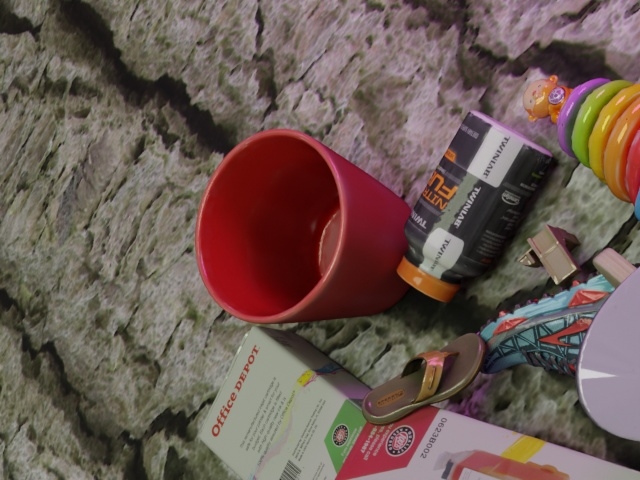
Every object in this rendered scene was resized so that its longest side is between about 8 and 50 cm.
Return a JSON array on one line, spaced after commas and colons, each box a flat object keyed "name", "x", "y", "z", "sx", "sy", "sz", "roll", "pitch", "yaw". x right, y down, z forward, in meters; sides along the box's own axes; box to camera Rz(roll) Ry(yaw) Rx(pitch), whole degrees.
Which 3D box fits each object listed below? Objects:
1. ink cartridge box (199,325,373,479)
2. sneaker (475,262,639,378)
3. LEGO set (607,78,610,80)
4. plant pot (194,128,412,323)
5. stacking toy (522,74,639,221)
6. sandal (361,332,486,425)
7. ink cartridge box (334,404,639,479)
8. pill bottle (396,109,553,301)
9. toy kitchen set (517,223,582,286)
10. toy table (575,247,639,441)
[{"name": "ink cartridge box", "x": -0.023, "y": 0.280, "z": 1.501, "sx": 0.278, "sy": 0.117, "sz": 0.201, "roll": 33, "pitch": 102, "yaw": 39}, {"name": "sneaker", "x": 0.304, "y": 0.128, "z": 1.273, "sx": 0.261, "sy": 0.104, "sz": 0.125, "roll": -30, "pitch": 65, "yaw": 32}, {"name": "LEGO set", "x": 0.372, "y": -0.188, "z": 1.337, "sx": 0.083, "sy": 0.023, "sz": 0.054, "roll": -1, "pitch": 80, "yaw": 40}, {"name": "plant pot", "x": 0.000, "y": 0.000, "z": 1.462, "sx": 0.274, "sy": 0.243, "sz": 0.275, "roll": -10, "pitch": 73, "yaw": 38}, {"name": "stacking toy", "x": 0.359, "y": -0.140, "z": 1.261, "sx": 0.302, "sy": 0.165, "sz": 0.175, "roll": 37, "pitch": 105, "yaw": 45}, {"name": "sandal", "x": 0.127, "y": 0.171, "z": 1.287, "sx": 0.180, "sy": 0.049, "sz": 0.072, "roll": -29, "pitch": 39, "yaw": 6}, {"name": "ink cartridge box", "x": 0.192, "y": 0.372, "z": 1.209, "sx": 0.384, "sy": 0.160, "sz": 0.279, "roll": 12, "pitch": 59, "yaw": 40}, {"name": "pill bottle", "x": 0.198, "y": -0.040, "z": 1.381, "sx": 0.130, "sy": 0.130, "sz": 0.246, "roll": 38, "pitch": 105, "yaw": 39}, {"name": "toy kitchen set", "x": 0.299, "y": 0.033, "z": 1.309, "sx": 0.068, "sy": 0.083, "sz": 0.075, "roll": -43, "pitch": 57, "yaw": 24}, {"name": "toy table", "x": 0.393, "y": 0.103, "z": 1.116, "sx": 0.274, "sy": 0.161, "sz": 0.252, "roll": -29, "pitch": 78, "yaw": 3}]
